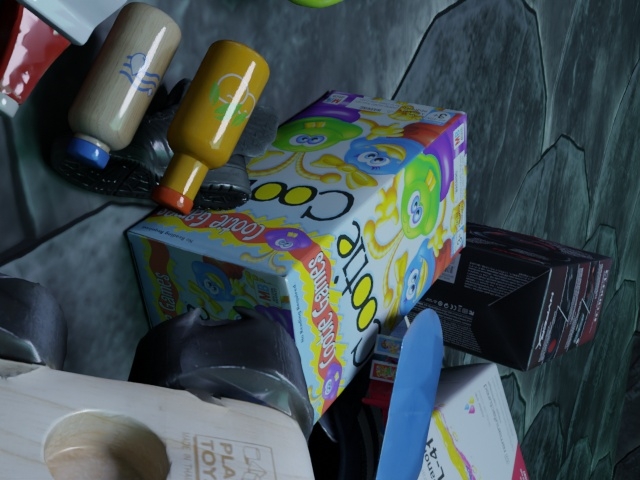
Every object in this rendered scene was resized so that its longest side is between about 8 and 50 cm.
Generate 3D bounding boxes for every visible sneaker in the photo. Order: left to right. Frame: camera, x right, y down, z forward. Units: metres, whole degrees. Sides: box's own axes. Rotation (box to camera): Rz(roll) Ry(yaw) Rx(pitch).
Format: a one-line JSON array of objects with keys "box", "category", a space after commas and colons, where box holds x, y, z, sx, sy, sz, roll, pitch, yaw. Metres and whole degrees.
[{"box": [-0.102, -0.072, 0.572, 0.170, 0.051, 0.089, 12, 60, -36], "category": "sneaker"}, {"box": [0.000, 0.143, 0.713, 0.350, 0.131, 0.148, -71, 154, -44], "category": "sneaker"}]

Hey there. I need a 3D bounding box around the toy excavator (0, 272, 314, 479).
[{"box": [-0.109, 0.272, 0.496, 0.433, 0.222, 0.445, 15, 121, -22], "category": "toy excavator"}]

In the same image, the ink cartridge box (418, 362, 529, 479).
[{"box": [0.124, 0.297, 0.972, 0.306, 0.131, 0.226, -20, 95, -56], "category": "ink cartridge box"}]

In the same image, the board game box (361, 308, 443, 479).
[{"box": [0.060, 0.135, 0.673, 0.133, 0.033, 0.168, 25, 76, -67], "category": "board game box"}]

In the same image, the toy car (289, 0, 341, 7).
[{"box": [0.004, -0.259, 0.604, 0.136, 0.159, 0.181, -113, -148, -79], "category": "toy car"}]

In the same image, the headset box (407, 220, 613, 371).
[{"box": [0.192, 0.047, 0.953, 0.293, 0.218, 0.110, -3, 106, -59], "category": "headset box"}]

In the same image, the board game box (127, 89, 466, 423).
[{"box": [0.000, 0.000, 0.685, 0.275, 0.142, 0.144, -42, 137, -43], "category": "board game box"}]

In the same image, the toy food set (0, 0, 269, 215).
[{"box": [-0.140, -0.109, 0.434, 0.232, 0.111, 0.104, 37, 73, -51], "category": "toy food set"}]
